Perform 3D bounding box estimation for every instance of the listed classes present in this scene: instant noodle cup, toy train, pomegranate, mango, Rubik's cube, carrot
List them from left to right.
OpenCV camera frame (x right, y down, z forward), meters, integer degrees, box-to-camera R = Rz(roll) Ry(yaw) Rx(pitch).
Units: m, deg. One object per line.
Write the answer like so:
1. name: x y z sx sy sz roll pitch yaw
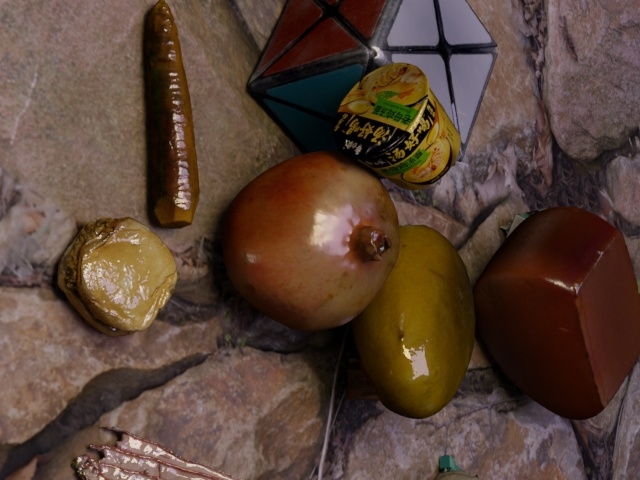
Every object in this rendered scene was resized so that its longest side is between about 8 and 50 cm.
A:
1. carrot: -0.203 -0.174 1.475 0.066 0.066 0.314 5 77 -47
2. pomegranate: 0.000 0.000 1.506 0.252 0.270 0.229 -48 113 -32
3. Rubik's cube: 0.088 -0.260 1.664 0.260 0.259 0.255 43 55 -33
4. instant noodle cup: 0.108 -0.146 1.470 0.122 0.151 0.151 40 55 -44
5. mango: 0.141 0.122 1.644 0.365 0.182 0.253 -84 157 -64
6. toy train: 0.232 0.403 1.872 0.092 0.029 0.045 43 38 -39

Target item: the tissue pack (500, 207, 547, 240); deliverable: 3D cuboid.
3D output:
1. tissue pack: 0.401 -0.015 2.105 0.111 0.079 0.085 -11 127 -47

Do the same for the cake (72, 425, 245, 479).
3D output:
1. cake: -0.185 0.325 1.390 0.287 0.135 0.098 29 66 -19

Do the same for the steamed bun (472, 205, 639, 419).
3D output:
1. steamed bun: 0.411 0.126 1.951 0.235 0.248 0.379 -49 134 -29

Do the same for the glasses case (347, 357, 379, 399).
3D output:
1. glasses case: 0.112 0.226 1.762 0.170 0.041 0.065 11 74 -46

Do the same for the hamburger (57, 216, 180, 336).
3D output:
1. hamburger: -0.249 0.043 1.364 0.147 0.083 0.138 51 53 -27

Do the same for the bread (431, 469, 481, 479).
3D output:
1. bread: 0.220 0.542 1.733 0.183 0.102 0.337 -17 87 -21
